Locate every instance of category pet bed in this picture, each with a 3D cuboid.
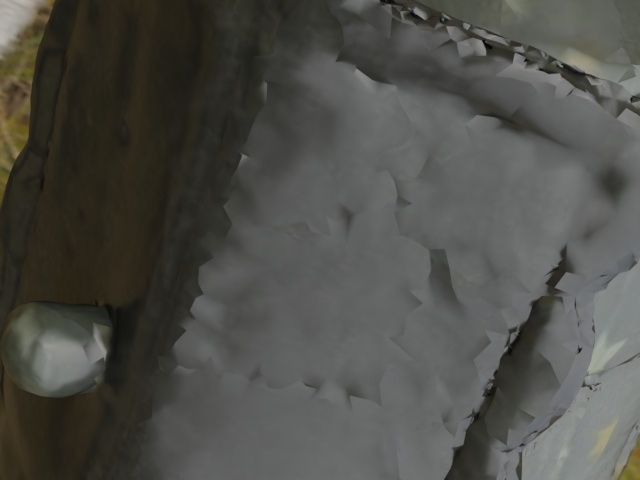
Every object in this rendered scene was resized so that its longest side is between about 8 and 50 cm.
[{"bbox_3d":[0.000,0.000,0.440,0.159,0.183,0.211,-22,138,-50],"label":"pet bed"}]
